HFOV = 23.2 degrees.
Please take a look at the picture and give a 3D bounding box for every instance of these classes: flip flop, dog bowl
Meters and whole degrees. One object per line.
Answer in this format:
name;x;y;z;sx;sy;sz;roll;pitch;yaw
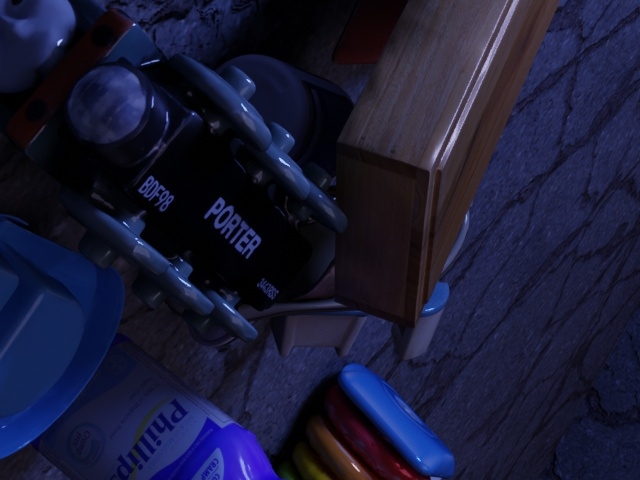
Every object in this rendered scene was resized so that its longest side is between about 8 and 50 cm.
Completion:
flip flop;0.000;0.000;1.295;0.277;0.112;0.080;-10;155;-16
dog bowl;-0.238;0.051;1.023;0.166;0.074;0.297;-55;160;-1

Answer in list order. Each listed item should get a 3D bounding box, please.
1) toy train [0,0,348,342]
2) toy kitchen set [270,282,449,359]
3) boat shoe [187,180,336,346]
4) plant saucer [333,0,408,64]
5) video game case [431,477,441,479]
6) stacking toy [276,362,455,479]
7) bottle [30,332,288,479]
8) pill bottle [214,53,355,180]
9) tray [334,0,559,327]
toy train;-0.107;-0.049;0.994;0.142;0.190;0.334;-51;158;-3
toy kitchen set;0.026;-0.003;1.467;0.166;0.207;0.122;2;131;-19
boat shoe;-0.043;0.010;1.387;0.206;0.075;0.065;-59;156;-5
plant saucer;0.139;-0.266;1.411;0.258;0.047;0.259;-14;135;-60
video game case;0.009;0.374;1.955;0.204;0.025;0.285;-27;-176;44
stacking toy;-0.003;0.303;1.835;0.302;0.166;0.175;-45;162;5
bottle;-0.104;0.186;1.220;0.118;0.283;0.092;-52;159;-5
pill bottle;-0.024;-0.090;1.249;0.094;0.094;0.169;-59;159;9
tray;0.120;-0.155;1.203;0.203;0.076;0.411;90;23;-56
